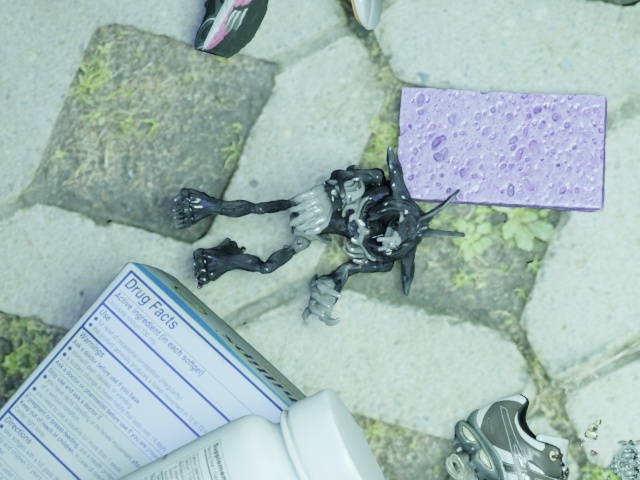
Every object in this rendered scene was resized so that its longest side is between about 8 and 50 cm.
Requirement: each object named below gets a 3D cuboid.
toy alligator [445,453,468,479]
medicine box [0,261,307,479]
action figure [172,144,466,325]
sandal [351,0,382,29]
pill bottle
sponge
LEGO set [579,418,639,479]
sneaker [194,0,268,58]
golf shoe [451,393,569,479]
[{"bbox_3d":[0.156,0.304,1.687,0.051,0.056,0.189,-38,74,46],"label":"toy alligator"},{"bbox_3d":[-0.169,0.216,1.709,0.263,0.149,0.289,42,91,13],"label":"medicine box"},{"bbox_3d":[0.000,0.000,1.702,0.276,0.141,0.164,-4,117,14],"label":"action figure"},{"bbox_3d":[0.003,-0.330,1.779,0.076,0.102,0.265,-16,72,10],"label":"sandal"},{"bbox_3d":[-0.087,0.254,1.530,0.283,0.160,0.160,-27,78,6],"label":"pill bottle"},{"bbox_3d":[0.184,-0.092,1.740,0.210,0.031,0.117,3,83,12],"label":"sponge"},{"bbox_3d":[0.291,0.212,1.683,0.083,0.023,0.054,24,88,13],"label":"LEGO set"},{"bbox_3d":[-0.093,-0.276,1.809,0.077,0.072,0.178,22,79,25],"label":"sneaker"},{"bbox_3d":[0.216,0.239,1.669,0.094,0.077,0.198,-36,79,4],"label":"golf shoe"}]
